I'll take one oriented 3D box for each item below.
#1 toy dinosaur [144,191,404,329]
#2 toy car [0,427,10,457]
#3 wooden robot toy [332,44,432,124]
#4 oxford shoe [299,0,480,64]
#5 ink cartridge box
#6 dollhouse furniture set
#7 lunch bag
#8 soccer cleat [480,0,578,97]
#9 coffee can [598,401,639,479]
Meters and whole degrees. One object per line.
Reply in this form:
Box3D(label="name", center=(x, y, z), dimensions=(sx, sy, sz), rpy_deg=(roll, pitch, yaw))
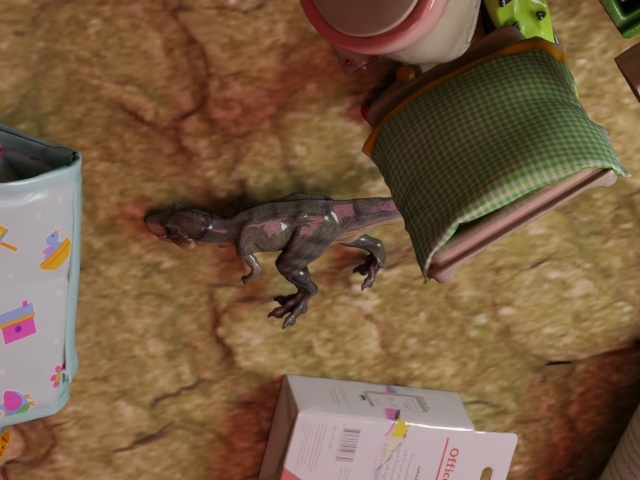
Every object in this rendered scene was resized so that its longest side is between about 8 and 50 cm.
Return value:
Box3D(label="toy dinosaur", center=(0.000, 0.000, 1.572), dimensions=(0.268, 0.064, 0.118), rpy_deg=(-11, 132, 0))
Box3D(label="toy car", center=(-0.300, 0.133, 1.600), dimensions=(0.122, 0.060, 0.040), rpy_deg=(57, 48, -45))
Box3D(label="wooden robot toy", center=(0.085, -0.098, 1.547), dimensions=(0.173, 0.079, 0.076), rpy_deg=(35, 103, -25))
Box3D(label="oxford shoe", center=(0.046, -0.312, 1.365), dimensions=(0.141, 0.146, 0.396), rpy_deg=(-2, 83, 26))
Box3D(label="ink cartridge box", center=(0.057, 0.187, 1.686), dimensions=(0.198, 0.067, 0.115), rpy_deg=(8, 114, -16))
Box3D(label="dollhouse furniture set", center=(0.148, -0.140, 1.381), dimensions=(0.302, 0.197, 0.151), rpy_deg=(-31, 122, 7))
Box3D(label="lunch bag", center=(-0.307, 0.023, 1.466), dimensions=(0.262, 0.160, 0.223), rpy_deg=(3, 114, -9))
Box3D(label="soccer cleat", center=(0.160, -0.141, 1.548), dimensions=(0.060, 0.072, 0.178), rpy_deg=(-19, 118, -7))
Box3D(label="coffee can", center=(0.332, 0.243, 1.705), dimensions=(0.202, 0.201, 0.275), rpy_deg=(17, 110, -21))
